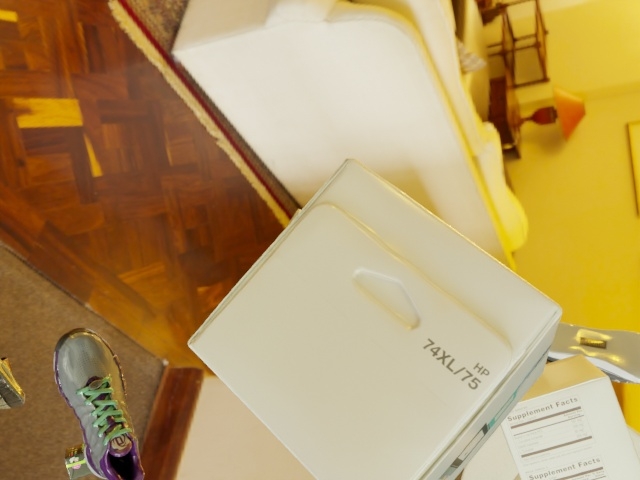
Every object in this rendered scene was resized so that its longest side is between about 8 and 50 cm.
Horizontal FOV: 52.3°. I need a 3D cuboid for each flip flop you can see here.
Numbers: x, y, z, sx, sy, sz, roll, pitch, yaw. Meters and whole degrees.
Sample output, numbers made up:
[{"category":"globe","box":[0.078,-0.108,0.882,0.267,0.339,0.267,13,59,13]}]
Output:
[{"category":"flip flop","box":[-0.677,0.262,1.327,0.080,0.112,0.277,-96,-178,-45]}]

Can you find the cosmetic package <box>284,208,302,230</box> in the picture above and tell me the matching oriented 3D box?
[{"category":"cosmetic package","box":[0.000,0.000,1.079,0.115,0.060,0.041,22,42,-12]}]

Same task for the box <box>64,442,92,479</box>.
[{"category":"box","box":[-0.562,0.524,1.563,0.052,0.083,0.062,-146,-136,-69]}]

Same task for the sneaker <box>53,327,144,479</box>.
[{"category":"sneaker","box":[-0.271,0.219,0.838,0.083,0.098,0.223,-25,114,-34]}]

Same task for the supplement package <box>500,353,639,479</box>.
[{"category":"supplement package","box":[0.313,0.284,0.799,0.139,0.134,0.243,-12,82,-81]}]

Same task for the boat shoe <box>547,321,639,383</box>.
[{"category":"boat shoe","box":[0.457,0.191,1.040,0.080,0.229,0.076,-68,151,-28]}]

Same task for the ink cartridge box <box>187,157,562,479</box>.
[{"category":"ink cartridge box","box":[0.063,0.102,0.574,0.197,0.198,0.270,-49,155,-4]}]

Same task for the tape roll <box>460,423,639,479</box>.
[{"category":"tape roll","box":[0.440,0.485,1.149,0.072,0.392,0.391,30,57,-56]}]
